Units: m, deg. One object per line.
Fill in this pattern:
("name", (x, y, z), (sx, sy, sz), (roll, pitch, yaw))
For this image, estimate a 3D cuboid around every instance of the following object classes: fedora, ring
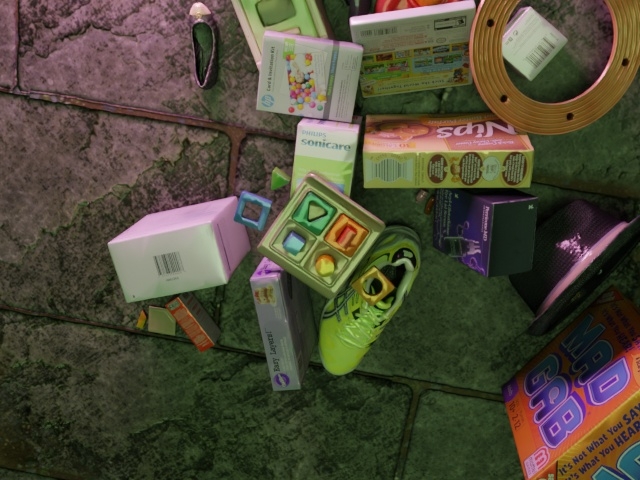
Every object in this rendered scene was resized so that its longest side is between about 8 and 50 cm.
("fedora", (0.500, 0.035, 1.367), (0.152, 0.334, 0.334), (45, 110, 23))
("ring", (0.434, -0.363, 1.236), (0.336, 0.032, 0.337), (-3, 108, -8))

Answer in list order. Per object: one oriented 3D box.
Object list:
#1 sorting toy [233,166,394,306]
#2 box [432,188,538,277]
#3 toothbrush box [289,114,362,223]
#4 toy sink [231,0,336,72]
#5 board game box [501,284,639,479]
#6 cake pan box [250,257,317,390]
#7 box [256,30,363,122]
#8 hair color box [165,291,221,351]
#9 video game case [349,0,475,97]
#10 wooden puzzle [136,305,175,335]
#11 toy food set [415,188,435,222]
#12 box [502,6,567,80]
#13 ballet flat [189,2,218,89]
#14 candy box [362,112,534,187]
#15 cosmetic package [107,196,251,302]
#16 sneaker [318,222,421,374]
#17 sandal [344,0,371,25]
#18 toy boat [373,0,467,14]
("sorting toy", (0.000, 0.000, 1.274), (0.347, 0.047, 0.196), (34, 108, -6))
("box", (0.325, -0.034, 1.351), (0.108, 0.207, 0.153), (-8, 108, -21))
("toothbrush box", (0.007, -0.107, 1.372), (0.122, 0.206, 0.284), (7, 108, 4))
("toy sink", (-0.061, -0.410, 1.320), (0.152, 0.131, 0.234), (-17, 106, 12))
("board game box", (0.647, 0.386, 1.383), (0.356, 0.356, 0.357), (39, 108, -6))
("cake pan box", (-0.070, 0.156, 1.448), (0.070, 0.246, 0.267), (-7, 109, 12))
("box", (-0.021, -0.308, 1.270), (0.186, 0.038, 0.145), (8, 119, -2))
("hair color box", (-0.296, 0.184, 1.573), (0.043, 0.072, 0.141), (-31, 101, 15))
("video game case", (0.181, -0.363, 1.295), (0.226, 0.026, 0.206), (-6, 151, 8))
("wooden puzzle", (-0.381, 0.192, 1.616), (0.116, 0.014, 0.079), (15, 113, 2))
("toy food set", (0.247, -0.087, 1.453), (0.077, 0.019, 0.122), (-21, 112, 13))
("box", (0.399, -0.381, 1.301), (0.102, 0.087, 0.101), (39, 107, -6))
("ballet flat", (-0.240, -0.399, 1.386), (0.057, 0.049, 0.173), (-3, 108, 6))
("candy box", (0.244, -0.180, 1.328), (0.316, 0.183, 0.088), (1, 123, 6))
("cosmetic package", (-0.291, 0.012, 1.435), (0.223, 0.225, 0.138), (-11, 104, 9))
("sneaker", (0.095, 0.143, 1.477), (0.145, 0.147, 0.385), (23, 110, -3))
("sandal", (0.063, -0.539, 1.292), (0.054, 0.097, 0.255), (2, 99, 18))
("toy boat", (0.203, -0.469, 1.260), (0.151, 0.151, 0.231), (31, 109, -5))
